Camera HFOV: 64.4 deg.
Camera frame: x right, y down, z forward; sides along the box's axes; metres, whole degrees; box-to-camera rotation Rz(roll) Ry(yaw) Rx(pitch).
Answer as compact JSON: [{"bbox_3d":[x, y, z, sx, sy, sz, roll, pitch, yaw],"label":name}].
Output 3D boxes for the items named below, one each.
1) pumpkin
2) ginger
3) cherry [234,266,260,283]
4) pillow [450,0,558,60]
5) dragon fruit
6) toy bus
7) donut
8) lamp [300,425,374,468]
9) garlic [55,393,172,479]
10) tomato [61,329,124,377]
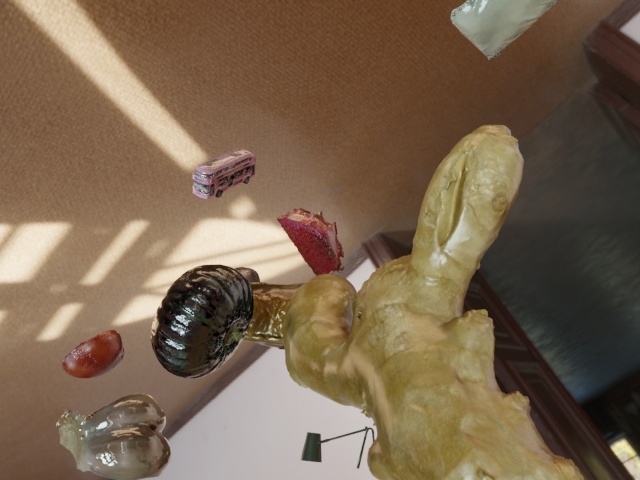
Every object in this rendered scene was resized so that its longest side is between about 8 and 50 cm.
[{"bbox_3d":[-0.192,0.135,0.862,0.202,0.140,0.202,21,90,-76],"label":"pumpkin"},{"bbox_3d":[0.062,0.104,0.481,0.122,0.348,0.363,35,130,-26],"label":"ginger"},{"bbox_3d":[-0.231,0.158,1.413,0.140,0.176,0.176,-2,146,9],"label":"cherry"},{"bbox_3d":[0.342,-0.420,0.856,0.128,0.051,0.229,32,121,-33],"label":"pillow"},{"bbox_3d":[0.009,-0.007,1.577,0.126,0.161,0.274,-49,119,-31],"label":"dragon fruit"},{"bbox_3d":[-0.249,-0.178,1.336,0.203,0.063,0.090,-39,145,-47],"label":"toy bus"},{"bbox_3d":[-0.101,0.167,1.186,0.330,0.159,0.330,8,171,1],"label":"donut"},{"bbox_3d":[0.022,0.290,0.724,0.121,0.054,0.041,-13,152,39],"label":"lamp"},{"bbox_3d":[-0.481,0.489,1.246,0.292,0.210,0.237,14,141,-36],"label":"garlic"},{"bbox_3d":[-0.648,0.347,1.480,0.173,0.099,0.189,-32,167,-37],"label":"tomato"}]
